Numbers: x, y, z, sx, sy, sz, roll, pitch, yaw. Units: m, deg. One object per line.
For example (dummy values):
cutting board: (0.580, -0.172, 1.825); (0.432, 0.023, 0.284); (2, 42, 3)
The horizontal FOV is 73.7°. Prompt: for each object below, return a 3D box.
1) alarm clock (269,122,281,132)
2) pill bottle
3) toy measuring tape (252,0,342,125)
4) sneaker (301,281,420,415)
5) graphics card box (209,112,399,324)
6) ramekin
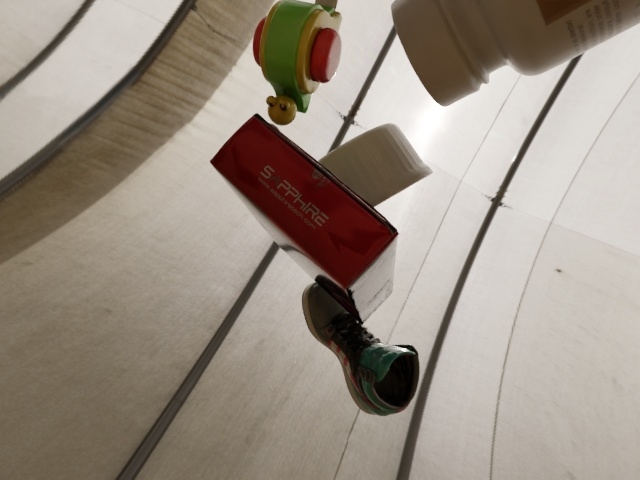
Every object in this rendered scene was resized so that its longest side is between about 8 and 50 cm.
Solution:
alarm clock: (-0.129, -0.241, 1.111); (0.064, 0.192, 0.129); (-14, -77, -25)
pill bottle: (0.177, -0.204, 0.320); (0.229, 0.131, 0.131); (-24, -99, 32)
toy measuring tape: (-0.012, -0.318, 0.570); (0.121, 0.121, 0.330); (18, -87, 3)
sneaker: (0.081, 0.198, 0.790); (0.124, 0.178, 0.295); (-32, -89, -28)
graphics card box: (0.000, 0.000, 0.644); (0.233, 0.371, 0.094); (42, -96, 17)
ramekin: (0.084, -0.130, 0.913); (0.277, 0.277, 0.135); (-30, -90, -4)
